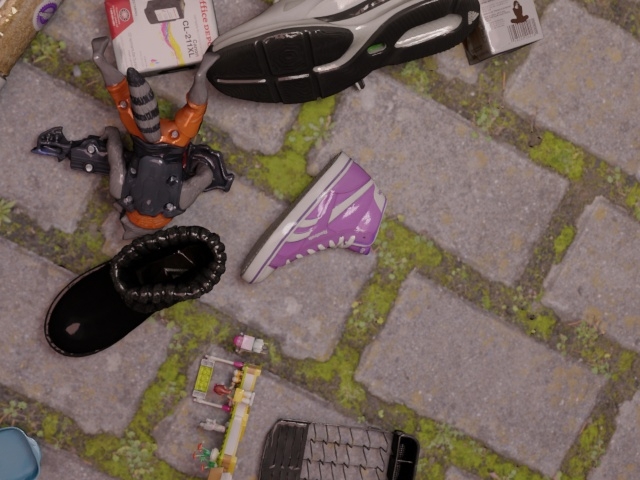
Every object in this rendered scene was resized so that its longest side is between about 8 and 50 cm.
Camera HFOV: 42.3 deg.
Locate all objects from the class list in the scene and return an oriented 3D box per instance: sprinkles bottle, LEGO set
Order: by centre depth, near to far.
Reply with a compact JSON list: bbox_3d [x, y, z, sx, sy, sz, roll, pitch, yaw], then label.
[{"bbox_3d":[-0.481,-0.397,1.326,0.121,0.121,0.355,36,90,-8],"label":"sprinkles bottle"},{"bbox_3d":[-0.177,0.297,1.414,0.107,0.132,0.287,16,71,-2],"label":"LEGO set"}]

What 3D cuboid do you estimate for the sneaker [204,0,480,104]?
[{"bbox_3d":[0.013,-0.394,1.369,0.447,0.169,0.257,-15,61,0],"label":"sneaker"}]

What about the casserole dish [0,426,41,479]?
[{"bbox_3d":[-0.570,0.388,1.424,0.188,0.037,0.114,-23,97,-5],"label":"casserole dish"}]

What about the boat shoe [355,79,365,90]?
[{"bbox_3d":[0.056,-0.322,1.434,0.038,0.046,0.125,-22,88,-1],"label":"boat shoe"}]

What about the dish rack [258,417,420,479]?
[{"bbox_3d":[0.027,0.424,1.477,0.271,0.074,0.208,9,93,-7],"label":"dish rack"}]

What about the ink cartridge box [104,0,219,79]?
[{"bbox_3d":[-0.257,-0.347,1.380,0.175,0.072,0.127,-11,96,-5],"label":"ink cartridge box"}]

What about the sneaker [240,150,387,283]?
[{"bbox_3d":[0.000,0.000,1.427,0.161,0.102,0.282,44,89,-11],"label":"sneaker"}]

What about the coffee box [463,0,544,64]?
[{"bbox_3d":[0.279,-0.437,1.402,0.098,0.141,0.246,-18,95,-4],"label":"coffee box"}]

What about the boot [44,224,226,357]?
[{"bbox_3d":[-0.306,0.082,1.315,0.348,0.260,0.131,-35,98,-3],"label":"boot"}]

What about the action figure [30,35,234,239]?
[{"bbox_3d":[-0.312,-0.149,1.324,0.341,0.178,0.330,3,120,-2],"label":"action figure"}]
